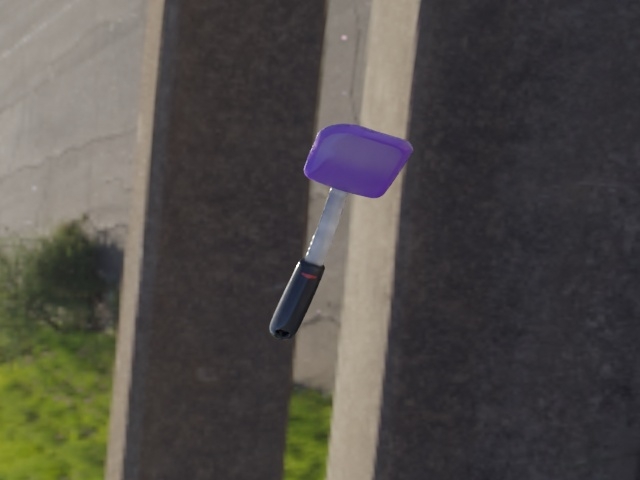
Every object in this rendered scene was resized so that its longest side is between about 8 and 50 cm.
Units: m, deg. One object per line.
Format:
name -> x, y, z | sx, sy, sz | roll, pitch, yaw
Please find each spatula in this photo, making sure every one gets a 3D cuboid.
spatula -> 0.000, 0.000, 1.083 | 0.030, 0.084, 0.296 | -83, 13, -50
